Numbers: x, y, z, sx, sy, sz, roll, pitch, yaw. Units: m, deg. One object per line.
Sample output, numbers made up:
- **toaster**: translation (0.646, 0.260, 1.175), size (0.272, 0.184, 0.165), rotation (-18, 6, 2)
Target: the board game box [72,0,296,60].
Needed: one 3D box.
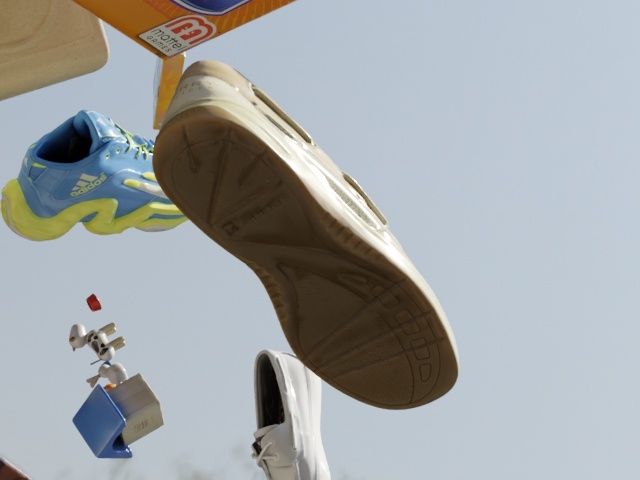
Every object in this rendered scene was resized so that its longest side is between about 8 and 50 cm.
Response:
- **board game box**: translation (-0.103, -0.421, 1.112), size (0.356, 0.356, 0.356), rotation (-21, -21, 19)

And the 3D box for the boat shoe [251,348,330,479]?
- **boat shoe**: translation (-0.033, 0.180, 1.229), size (0.063, 0.184, 0.066), rotation (22, -35, -33)

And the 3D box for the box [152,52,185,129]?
- **box**: translation (-0.179, -0.193, 1.617), size (0.028, 0.081, 0.136), rotation (3, -41, -10)

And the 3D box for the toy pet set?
- **toy pet set**: translation (-0.184, 0.127, 1.149), size (0.114, 0.065, 0.122), rotation (50, -23, 30)

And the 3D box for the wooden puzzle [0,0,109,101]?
- **wooden puzzle**: translation (-0.414, -0.294, 1.407), size (0.080, 0.322, 0.348), rotation (-131, -156, -61)

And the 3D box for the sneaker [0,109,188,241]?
- **sneaker**: translation (-0.189, -0.069, 1.344), size (0.091, 0.240, 0.126), rotation (56, -36, 26)

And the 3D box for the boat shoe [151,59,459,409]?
- **boat shoe**: translation (0.000, 0.000, 0.959), size (0.109, 0.098, 0.302), rotation (-29, -58, 23)

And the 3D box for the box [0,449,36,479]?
- **box**: translation (-0.387, 0.200, 1.188), size (0.203, 0.168, 0.167), rotation (33, -14, 21)
